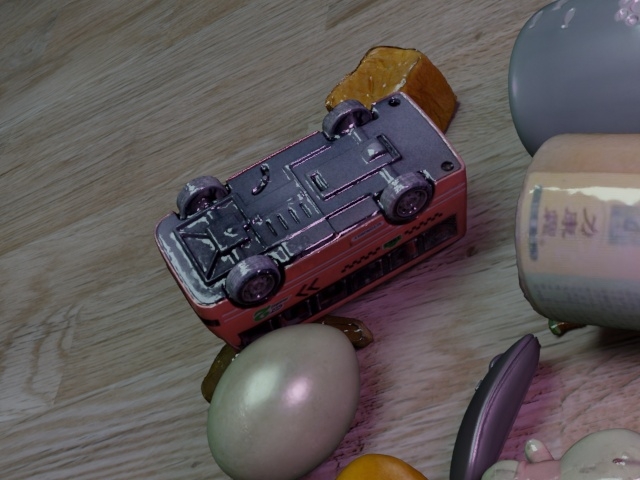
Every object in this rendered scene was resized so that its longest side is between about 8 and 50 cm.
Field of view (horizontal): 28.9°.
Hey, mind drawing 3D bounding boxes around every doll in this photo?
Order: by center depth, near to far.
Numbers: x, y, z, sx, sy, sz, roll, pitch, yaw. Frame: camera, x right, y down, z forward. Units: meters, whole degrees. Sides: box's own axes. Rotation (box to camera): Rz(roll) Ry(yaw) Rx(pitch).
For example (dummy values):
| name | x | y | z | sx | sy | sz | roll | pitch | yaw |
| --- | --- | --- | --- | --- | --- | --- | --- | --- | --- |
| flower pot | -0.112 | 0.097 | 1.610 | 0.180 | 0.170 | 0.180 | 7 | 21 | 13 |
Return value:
| name | x | y | z | sx | sy | sz | roll | pitch | yaw |
| --- | --- | --- | --- | --- | --- | --- | --- | --- | --- |
| doll | 0.285 | 0.280 | 1.370 | 0.275 | 0.113 | 0.155 | -20 | 38 | 32 |

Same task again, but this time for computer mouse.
| name | x | y | z | sx | sy | sz | roll | pitch | yaw |
| --- | --- | --- | --- | --- | --- | --- | --- | --- | --- |
| computer mouse | 0.207 | 0.217 | 1.530 | 0.232 | 0.057 | 0.120 | -62 | -5 | -23 |

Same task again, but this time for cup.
| name | x | y | z | sx | sy | sz | roll | pitch | yaw |
| --- | --- | --- | --- | --- | --- | --- | --- | --- | --- |
| cup | 0.437 | -0.224 | 1.652 | 0.274 | 0.259 | 0.356 | -1 | 21 | 40 |

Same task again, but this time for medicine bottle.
| name | x | y | z | sx | sy | sz | roll | pitch | yaw |
| --- | --- | --- | --- | --- | --- | --- | --- | --- | --- |
| medicine bottle | 0.448 | -0.005 | 1.390 | 0.406 | 0.236 | 0.236 | 4 | 56 | 39 |

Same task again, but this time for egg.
| name | x | y | z | sx | sy | sz | roll | pitch | yaw |
| --- | --- | --- | --- | --- | --- | --- | --- | --- | --- |
| egg | -0.048 | 0.224 | 1.702 | 0.253 | 0.186 | 0.186 | -53 | 35 | -8 |

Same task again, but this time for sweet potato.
| name | x | y | z | sx | sy | sz | roll | pitch | yaw |
| --- | --- | --- | --- | --- | --- | --- | --- | --- | --- |
| sweet potato | -0.053 | 0.172 | 1.870 | 0.285 | 0.085 | 0.112 | -19 | 75 | 16 |

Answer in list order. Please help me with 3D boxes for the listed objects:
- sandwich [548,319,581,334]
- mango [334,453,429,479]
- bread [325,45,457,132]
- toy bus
| name | x | y | z | sx | sy | sz | roll | pitch | yaw |
| --- | --- | --- | --- | --- | --- | --- | --- | --- | --- |
| sandwich | 0.343 | 0.067 | 1.609 | 0.135 | 0.029 | 0.067 | -40 | 33 | 2 |
| mango | 0.078 | 0.357 | 1.480 | 0.187 | 0.138 | 0.257 | -35 | 40 | -3 |
| bread | 0.121 | -0.226 | 2.041 | 0.158 | 0.149 | 0.143 | 18 | 71 | 52 |
| toy bus | -0.008 | -0.018 | 1.785 | 0.427 | 0.233 | 0.203 | -29 | 55 | -9 |
